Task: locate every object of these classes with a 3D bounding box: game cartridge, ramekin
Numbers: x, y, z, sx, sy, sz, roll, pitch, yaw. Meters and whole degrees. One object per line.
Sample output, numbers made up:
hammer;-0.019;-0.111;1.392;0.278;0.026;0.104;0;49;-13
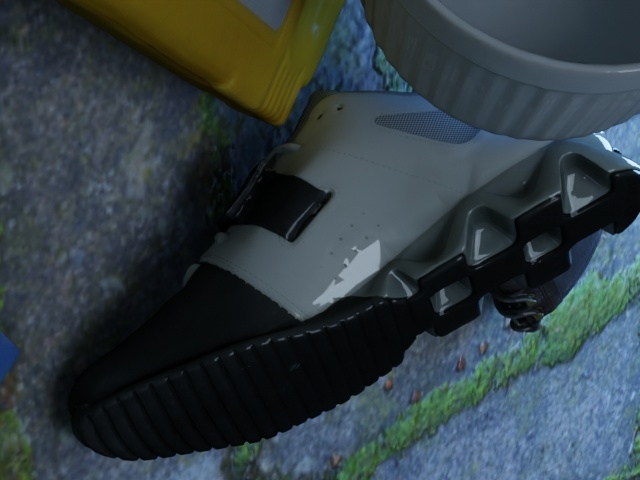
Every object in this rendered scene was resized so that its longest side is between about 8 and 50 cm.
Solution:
game cartridge;-0.012;-0.209;0.776;0.285;0.052;0.323;-67;165;1
ramekin;0.113;-0.149;0.856;0.207;0.207;0.109;-53;173;-24

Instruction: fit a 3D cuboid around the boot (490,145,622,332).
boot;0.108;0.004;1.087;0.263;0.091;0.229;-54;147;-11

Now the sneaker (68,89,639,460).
sneaker;0.000;0.000;0.922;0.330;0.146;0.122;-28;154;-9

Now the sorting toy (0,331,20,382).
sorting toy;-0.225;-0.014;0.700;0.196;0.047;0.348;-47;135;-29
